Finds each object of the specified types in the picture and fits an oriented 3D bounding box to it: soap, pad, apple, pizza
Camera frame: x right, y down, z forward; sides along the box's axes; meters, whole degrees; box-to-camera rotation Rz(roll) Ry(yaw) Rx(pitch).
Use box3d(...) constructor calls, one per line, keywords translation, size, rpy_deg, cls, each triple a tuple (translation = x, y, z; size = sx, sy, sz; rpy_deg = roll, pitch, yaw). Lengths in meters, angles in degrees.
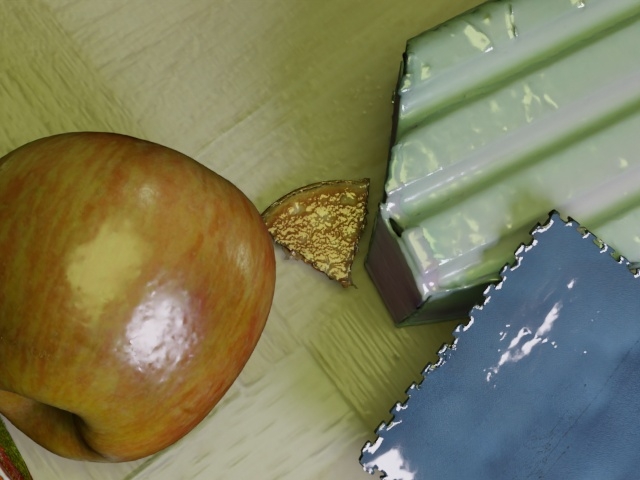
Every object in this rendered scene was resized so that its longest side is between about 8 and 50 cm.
box3d(translation=(0.233, -0.101, 1.559), size=(0.446, 0.156, 0.261), rpy_deg=(-28, 87, -14), cls="soap")
box3d(translation=(0.204, 0.143, 1.494), size=(0.269, 0.012, 0.270), rpy_deg=(36, 96, -24), cls="pad")
box3d(translation=(-0.172, 0.048, 1.406), size=(0.264, 0.264, 0.264), rpy_deg=(2, 79, -10), cls="apple")
box3d(translation=(-0.010, -0.012, 1.568), size=(0.099, 0.029, 0.100), rpy_deg=(9, 76, 0), cls="pizza")

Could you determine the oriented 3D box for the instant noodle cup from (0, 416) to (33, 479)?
box3d(translation=(-0.356, 0.182, 1.399), size=(0.212, 0.193, 0.193), rpy_deg=(-33, 87, -5), cls="instant noodle cup")
